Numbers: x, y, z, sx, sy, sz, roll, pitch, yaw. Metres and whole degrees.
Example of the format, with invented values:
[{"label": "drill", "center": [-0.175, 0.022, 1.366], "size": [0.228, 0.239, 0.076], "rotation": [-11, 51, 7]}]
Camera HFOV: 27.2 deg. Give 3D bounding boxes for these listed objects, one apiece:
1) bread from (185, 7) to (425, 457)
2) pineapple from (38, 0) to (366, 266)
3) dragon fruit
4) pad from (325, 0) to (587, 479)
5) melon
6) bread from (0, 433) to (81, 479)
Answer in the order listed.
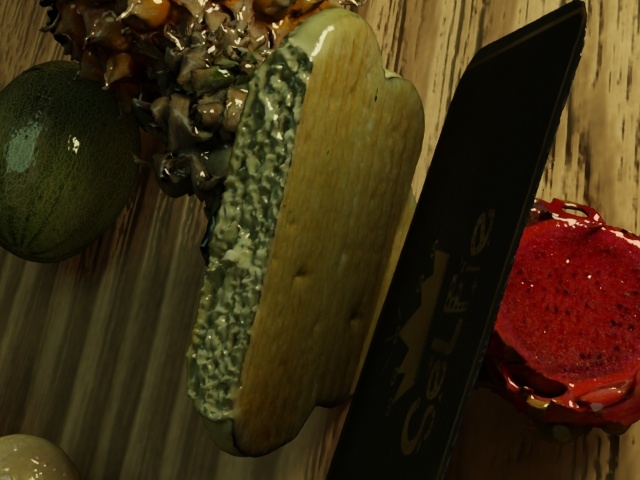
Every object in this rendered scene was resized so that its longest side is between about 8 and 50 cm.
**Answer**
[{"label": "bread", "center": [0.000, 0.000, 0.869], "size": [0.056, 0.207, 0.287], "rotation": [16, 91, 30]}, {"label": "pineapple", "center": [-0.064, -0.099, 0.992], "size": [0.262, 0.262, 0.272], "rotation": [-28, 60, 19]}, {"label": "dragon fruit", "center": [0.135, 0.035, 0.800], "size": [0.133, 0.150, 0.208], "rotation": [-23, 31, -14]}, {"label": "pad", "center": [0.043, 0.039, 0.737], "size": [0.315, 0.063, 0.375], "rotation": [174, 114, -78]}, {"label": "melon", "center": [-0.224, -0.074, 1.133], "size": [0.139, 0.139, 0.192], "rotation": [-2, 61, 36]}, {"label": "bread", "center": [-0.281, 0.260, 0.898], "size": [0.316, 0.054, 0.316], "rotation": [2, 71, -6]}]
